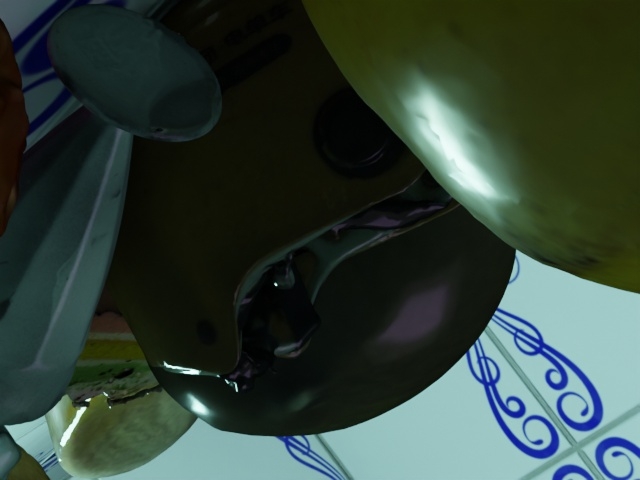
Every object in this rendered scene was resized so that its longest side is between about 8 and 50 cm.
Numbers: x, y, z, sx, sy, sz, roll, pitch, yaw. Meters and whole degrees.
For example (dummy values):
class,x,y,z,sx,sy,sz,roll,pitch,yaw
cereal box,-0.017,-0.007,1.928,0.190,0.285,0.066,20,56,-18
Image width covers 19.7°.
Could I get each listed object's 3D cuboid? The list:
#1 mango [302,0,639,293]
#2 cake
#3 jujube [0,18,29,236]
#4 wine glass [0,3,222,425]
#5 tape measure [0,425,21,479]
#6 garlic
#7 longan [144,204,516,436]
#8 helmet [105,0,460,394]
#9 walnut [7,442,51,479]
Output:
class,x,y,z,sx,sy,sz,roll,pitch,yaw
mango,0.198,-0.149,0.427,0.445,0.232,0.300,-30,173,14
cake,-0.161,0.038,1.057,0.109,0.090,0.225,-37,158,31
jujube,-0.140,-0.001,0.356,0.176,0.109,0.112,-30,143,28
wine glass,-0.097,-0.009,0.658,0.073,0.073,0.155,-32,159,-53
tape measure,-0.248,0.139,0.833,0.243,0.125,0.246,-36,175,-7
garlic,-0.156,0.116,1.455,0.143,0.112,0.318,-28,172,-10
longan,0.000,0.000,0.953,0.220,0.196,0.196,-49,171,29
helmet,-0.007,-0.048,0.740,0.224,0.130,0.198,-45,175,8
walnut,-0.261,0.212,1.169,0.193,0.193,0.225,-39,175,22
